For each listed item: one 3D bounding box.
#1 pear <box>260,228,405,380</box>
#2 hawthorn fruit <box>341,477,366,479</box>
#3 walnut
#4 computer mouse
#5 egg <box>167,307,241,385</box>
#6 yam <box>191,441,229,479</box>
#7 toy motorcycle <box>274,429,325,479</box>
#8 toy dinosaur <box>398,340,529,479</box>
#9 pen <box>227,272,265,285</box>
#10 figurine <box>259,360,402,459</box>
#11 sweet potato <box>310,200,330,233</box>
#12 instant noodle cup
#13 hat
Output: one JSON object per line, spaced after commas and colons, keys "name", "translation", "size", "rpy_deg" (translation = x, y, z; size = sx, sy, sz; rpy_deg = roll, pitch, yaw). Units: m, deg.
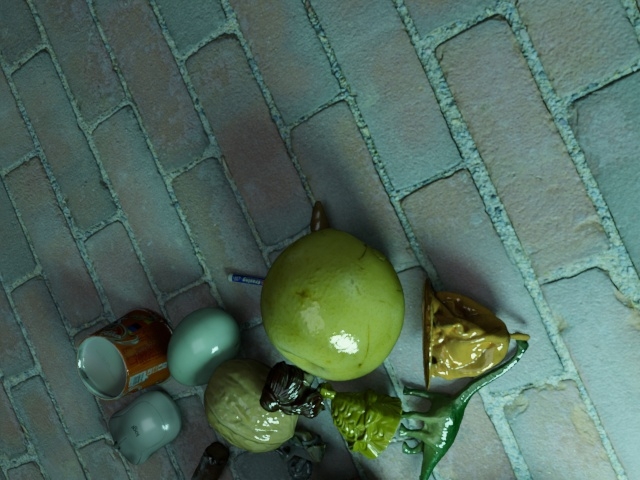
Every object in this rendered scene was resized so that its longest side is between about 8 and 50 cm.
{"name": "pear", "translation": [0.029, 0.147, 1.527], "size": [0.349, 0.348, 0.348], "rpy_deg": [5, 102, 25]}
{"name": "hawthorn fruit", "translation": [0.020, 0.814, 1.601], "size": [0.472, 0.472, 0.471], "rpy_deg": [5, 102, 25]}
{"name": "walnut", "translation": [-0.174, 0.422, 1.707], "size": [0.261, 0.225, 0.225], "rpy_deg": [34, 113, 12]}
{"name": "computer mouse", "translation": [-0.546, 0.577, 2.017], "size": [0.297, 0.121, 0.184], "rpy_deg": [-33, 86, 26]}
{"name": "egg", "translation": [-0.322, 0.295, 1.814], "size": [0.183, 0.183, 0.264], "rpy_deg": [44, 121, 12]}
{"name": "yam", "translation": [-0.324, 0.665, 1.947], "size": [0.079, 0.079, 0.141], "rpy_deg": [34, 114, 17]}
{"name": "toy motorcycle", "translation": [-0.066, 0.523, 1.790], "size": [0.130, 0.094, 0.229], "rpy_deg": [-36, 70, 23]}
{"name": "toy dinosaur", "translation": [0.339, 0.437, 1.578], "size": [0.301, 0.087, 0.446], "rpy_deg": [-1, 97, 17]}
{"name": "pen", "translation": [-0.159, 0.111, 1.786], "size": [0.204, 0.025, 0.025], "rpy_deg": [6, 103, 25]}
{"name": "figurine", "translation": [0.018, 0.384, 1.606], "size": [0.315, 0.187, 0.168], "rpy_deg": [28, 92, -5]}
{"name": "sweet potato", "translation": [-0.002, 0.000, 1.670], "size": [0.058, 0.055, 0.202], "rpy_deg": [31, 120, 58]}
{"name": "instant noodle cup", "translation": [-0.568, 0.339, 1.938], "size": [0.251, 0.192, 0.250], "rpy_deg": [5, 102, 25]}
{"name": "hat", "translation": [0.351, 0.207, 1.498], "size": [0.233, 0.244, 0.233], "rpy_deg": [1, 126, 4]}
